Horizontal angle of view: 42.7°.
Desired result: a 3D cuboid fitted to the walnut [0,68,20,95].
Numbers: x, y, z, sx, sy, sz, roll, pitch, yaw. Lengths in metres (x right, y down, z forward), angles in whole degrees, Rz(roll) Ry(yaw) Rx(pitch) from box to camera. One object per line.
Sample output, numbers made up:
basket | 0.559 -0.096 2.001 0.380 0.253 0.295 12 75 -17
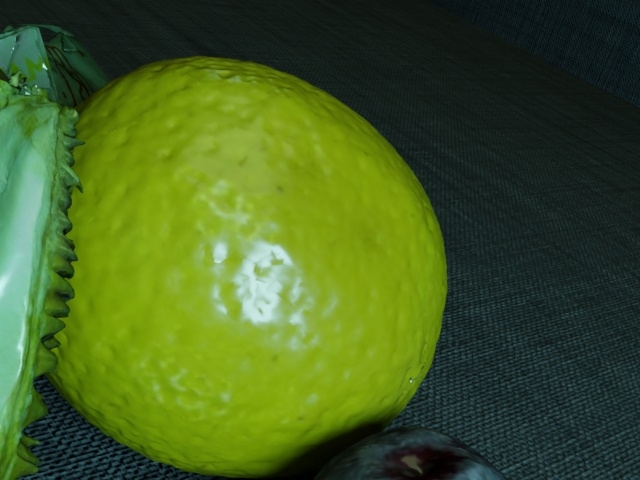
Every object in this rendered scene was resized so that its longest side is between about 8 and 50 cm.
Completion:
walnut | -0.341 -0.031 0.672 0.227 0.283 0.283 -22 18 21

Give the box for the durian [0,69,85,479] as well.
durian | -0.240 0.068 0.398 0.163 0.198 0.394 9 55 34

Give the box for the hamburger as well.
hamburger | -0.320 -0.173 0.980 0.276 0.150 0.260 42 15 36

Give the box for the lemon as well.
lemon | -0.067 0.023 0.632 0.336 0.336 0.336 13 27 -7

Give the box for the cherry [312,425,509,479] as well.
cherry | 0.055 0.208 0.504 0.195 0.195 0.195 13 27 -7
